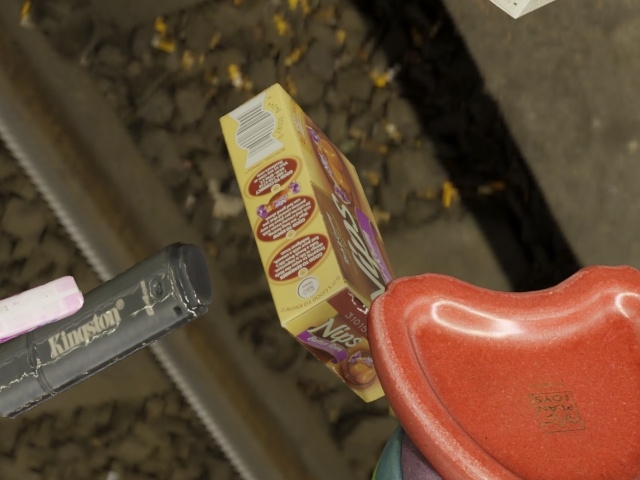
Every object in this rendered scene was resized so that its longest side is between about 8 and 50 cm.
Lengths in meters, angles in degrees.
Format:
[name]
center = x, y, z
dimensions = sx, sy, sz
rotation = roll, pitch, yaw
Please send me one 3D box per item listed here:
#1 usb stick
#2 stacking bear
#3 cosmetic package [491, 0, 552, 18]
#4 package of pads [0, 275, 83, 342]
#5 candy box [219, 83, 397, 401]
[usb stick]
center = -0.209, 0.084, 1.630
dimensions = 0.278, 0.077, 0.045
rotation = -28, 153, 32
[stacking bear]
center = 0.091, 0.170, 0.983
dimensions = 0.175, 0.164, 0.289
rotation = -2, 139, -18
[cosmetic package]
center = 0.158, -0.201, 1.277
dimensions = 0.041, 0.115, 0.060
rotation = 39, 117, 10
[package of pads]
center = -0.235, 0.057, 1.421
dimensions = 0.050, 0.083, 0.032
rotation = -31, 82, 62
[candy box]
center = 0.000, 0.000, 1.139
dimensions = 0.053, 0.187, 0.109
rotation = -32, 136, 13
